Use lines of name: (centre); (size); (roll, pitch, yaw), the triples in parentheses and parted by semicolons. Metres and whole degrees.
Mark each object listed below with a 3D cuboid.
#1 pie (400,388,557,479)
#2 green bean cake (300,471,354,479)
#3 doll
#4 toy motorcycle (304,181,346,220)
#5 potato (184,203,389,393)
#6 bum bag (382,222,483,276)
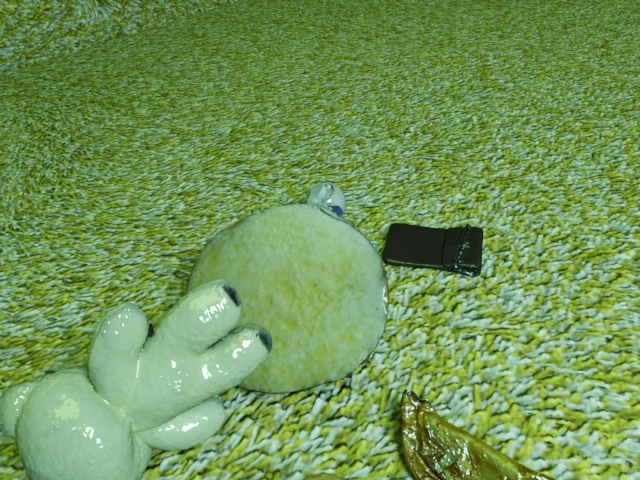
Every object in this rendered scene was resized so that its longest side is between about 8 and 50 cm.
pie: (0.152, 0.246, 0.538); (0.191, 0.033, 0.088); (27, 64, 31)
green bean cake: (-0.008, 0.329, 0.378); (0.229, 0.131, 0.224); (-30, 43, -23)
doll: (-0.188, 0.163, 0.562); (0.278, 0.149, 0.175); (-35, 86, -11)
toy motorcycle: (0.000, 0.000, 0.813); (0.112, 0.112, 0.254); (-4, 42, 2)
potato: (-0.035, 0.074, 0.661); (0.299, 0.116, 0.239); (-11, 78, 25)
bum bag: (0.186, 0.008, 0.827); (0.159, 0.026, 0.109); (6, 41, 13)
